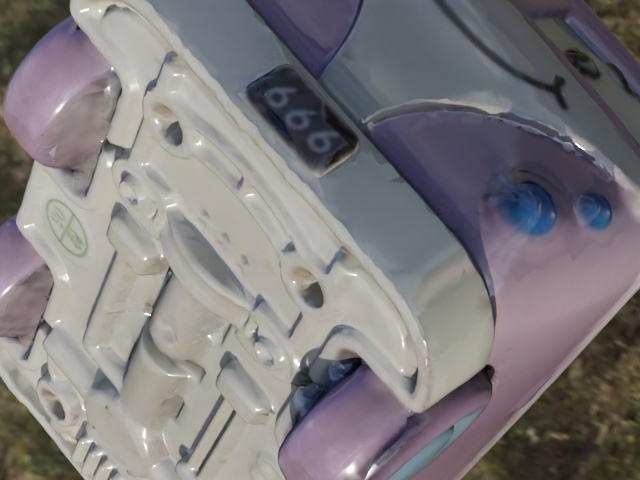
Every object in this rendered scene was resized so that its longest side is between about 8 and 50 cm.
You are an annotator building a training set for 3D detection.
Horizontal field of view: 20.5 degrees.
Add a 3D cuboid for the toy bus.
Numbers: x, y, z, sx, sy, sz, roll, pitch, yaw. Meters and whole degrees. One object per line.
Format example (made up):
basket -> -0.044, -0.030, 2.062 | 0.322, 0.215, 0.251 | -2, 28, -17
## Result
toy bus -> 0.000, 0.000, 0.475 | 0.142, 0.142, 0.202 | 51, 148, 13
